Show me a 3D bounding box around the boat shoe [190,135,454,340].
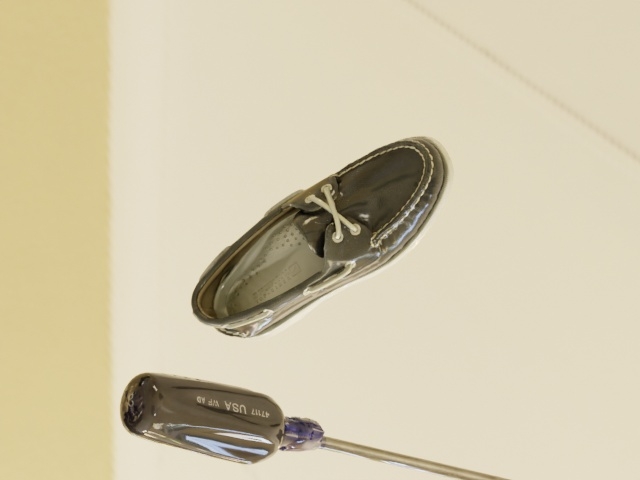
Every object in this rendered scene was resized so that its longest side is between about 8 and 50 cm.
[{"bbox_3d":[0.000,0.000,1.577,0.302,0.091,0.114,-43,-115,16],"label":"boat shoe"}]

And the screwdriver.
[{"bbox_3d":[0.008,0.064,0.500,0.024,0.170,0.025,-56,-134,19],"label":"screwdriver"}]
